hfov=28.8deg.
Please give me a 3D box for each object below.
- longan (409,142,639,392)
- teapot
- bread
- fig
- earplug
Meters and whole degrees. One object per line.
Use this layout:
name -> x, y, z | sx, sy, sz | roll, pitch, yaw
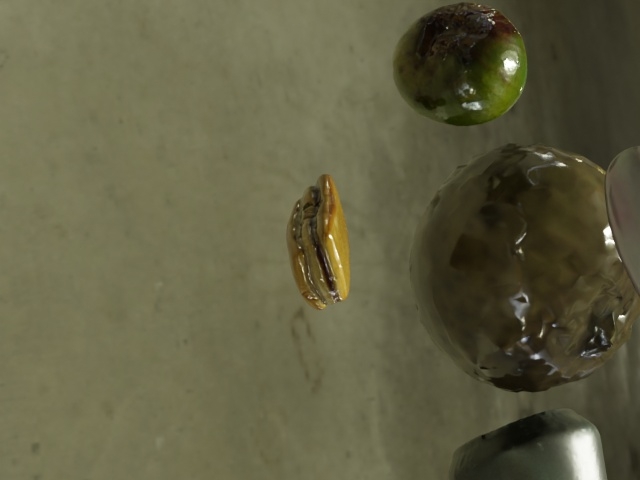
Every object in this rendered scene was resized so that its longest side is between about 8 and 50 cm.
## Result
longan -> 0.328, 0.036, 1.921 | 0.391, 0.391, 0.391 | -10, 90, -67
teapot -> 0.356, 0.452, 1.930 | 0.300, 0.253, 0.344 | 25, 40, -62
bread -> 0.000, 0.000, 1.697 | 0.200, 0.077, 0.116 | -88, 158, -62
fig -> 0.203, -0.241, 1.749 | 0.191, 0.181, 0.181 | 23, 59, -51
earplug -> 0.429, 0.025, 1.448 | 0.301, 0.172, 0.172 | 62, 24, 0
